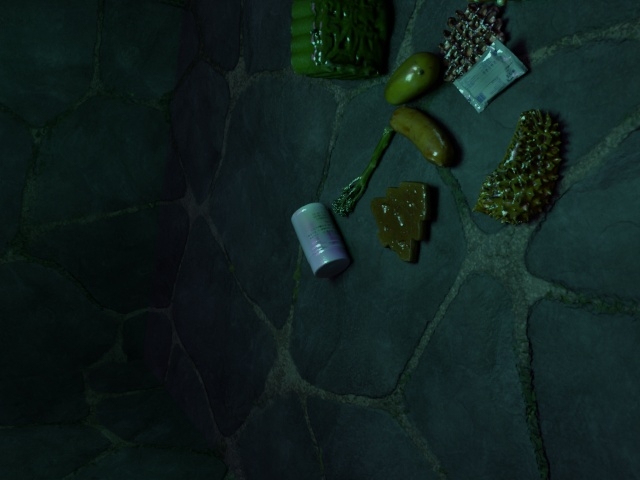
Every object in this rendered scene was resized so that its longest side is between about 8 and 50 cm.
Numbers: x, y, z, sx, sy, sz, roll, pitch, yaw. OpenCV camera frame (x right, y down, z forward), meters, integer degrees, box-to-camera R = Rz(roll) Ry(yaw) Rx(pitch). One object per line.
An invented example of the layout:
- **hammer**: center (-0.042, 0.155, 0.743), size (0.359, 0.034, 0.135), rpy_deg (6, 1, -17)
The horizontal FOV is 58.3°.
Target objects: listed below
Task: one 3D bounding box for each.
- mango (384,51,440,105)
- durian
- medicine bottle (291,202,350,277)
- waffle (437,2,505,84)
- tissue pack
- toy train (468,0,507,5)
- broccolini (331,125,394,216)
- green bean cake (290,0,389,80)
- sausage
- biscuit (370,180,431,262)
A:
- **mango**: center (0.279, -0.510, 1.825), size (0.251, 0.114, 0.156), rpy_deg (-19, 34, 58)
- **durian**: center (0.535, -0.181, 1.541), size (0.191, 0.112, 0.341), rpy_deg (48, 124, 42)
- **medicine bottle**: center (0.000, 0.000, 2.179), size (0.152, 0.152, 0.254), rpy_deg (-47, 56, 41)
- **waffle**: center (0.446, -0.579, 1.692), size (0.221, 0.055, 0.234), rpy_deg (4, 98, 50)
- **tissue pack**: center (0.477, -0.463, 1.628), size (0.122, 0.026, 0.193), rpy_deg (48, 140, 1)
- **toy train**: center (0.510, -0.730, 1.557), size (0.285, 0.116, 0.177), rpy_deg (25, 111, 48)
- **broccolini**: center (0.144, -0.248, 2.054), size (0.079, 0.074, 0.392), rpy_deg (48, 128, 30)
- **green bean cake**: center (0.068, -0.711, 1.935), size (0.218, 0.335, 0.319), rpy_deg (13, 106, 51)
- **sausage**: center (0.327, -0.327, 1.807), size (0.270, 0.108, 0.109), rpy_deg (55, 130, 36)
- **biscuit**: center (0.282, -0.080, 1.898), size (0.301, 0.043, 0.278), rpy_deg (-53, 54, 46)
